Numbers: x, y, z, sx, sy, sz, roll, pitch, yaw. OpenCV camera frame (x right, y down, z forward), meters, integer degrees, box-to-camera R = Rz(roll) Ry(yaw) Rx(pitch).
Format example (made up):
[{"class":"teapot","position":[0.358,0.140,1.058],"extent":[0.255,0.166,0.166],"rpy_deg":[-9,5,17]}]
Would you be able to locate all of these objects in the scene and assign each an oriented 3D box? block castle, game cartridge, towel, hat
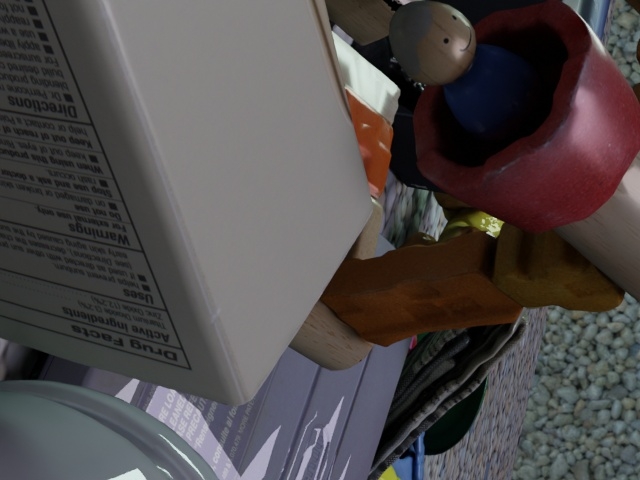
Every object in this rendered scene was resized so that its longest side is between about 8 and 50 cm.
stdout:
[{"class":"block castle","position":[0.058,-0.177,0.702],"extent":[0.213,0.303,0.453],"rpy_deg":[35,57,-36]},{"class":"game cartridge","position":[-0.065,0.112,0.780],"extent":[0.230,0.068,0.355],"rpy_deg":[40,56,-31]},{"class":"towel","position":[0.055,0.136,1.036],"extent":[0.312,0.056,0.324],"rpy_deg":[-44,175,11]},{"class":"hat","position":[0.049,0.112,1.351],"extent":[0.183,0.173,0.209],"rpy_deg":[5,106,-37]}]

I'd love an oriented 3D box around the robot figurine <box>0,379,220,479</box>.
[{"class":"robot figurine","position":[-0.139,0.161,0.479],"extent":[0.300,0.199,0.353],"rpy_deg":[66,18,3]}]

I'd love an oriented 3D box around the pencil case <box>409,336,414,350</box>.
[{"class":"pencil case","position":[0.000,0.000,0.982],"extent":[0.236,0.104,0.104],"rpy_deg":[70,35,-48]}]

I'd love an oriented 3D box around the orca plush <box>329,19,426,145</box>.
[{"class":"orca plush","position":[0.039,-0.093,1.079],"extent":[0.151,0.102,0.287],"rpy_deg":[-59,155,-48]}]

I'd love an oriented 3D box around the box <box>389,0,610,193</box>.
[{"class":"box","position":[0.169,-0.206,1.303],"extent":[0.296,0.182,0.294],"rpy_deg":[37,66,-71]}]

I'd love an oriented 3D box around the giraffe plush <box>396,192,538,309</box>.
[{"class":"giraffe plush","position":[0.174,-0.016,1.500],"extent":[0.210,0.181,0.170],"rpy_deg":[79,19,-71]}]

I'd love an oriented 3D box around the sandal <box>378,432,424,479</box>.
[{"class":"sandal","position":[0.063,0.251,1.366],"extent":[0.317,0.126,0.138],"rpy_deg":[80,22,-53]}]

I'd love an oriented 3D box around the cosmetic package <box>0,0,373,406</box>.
[{"class":"cosmetic package","position":[-0.099,-0.101,0.435],"extent":[0.113,0.160,0.309],"rpy_deg":[-56,146,-35]}]
